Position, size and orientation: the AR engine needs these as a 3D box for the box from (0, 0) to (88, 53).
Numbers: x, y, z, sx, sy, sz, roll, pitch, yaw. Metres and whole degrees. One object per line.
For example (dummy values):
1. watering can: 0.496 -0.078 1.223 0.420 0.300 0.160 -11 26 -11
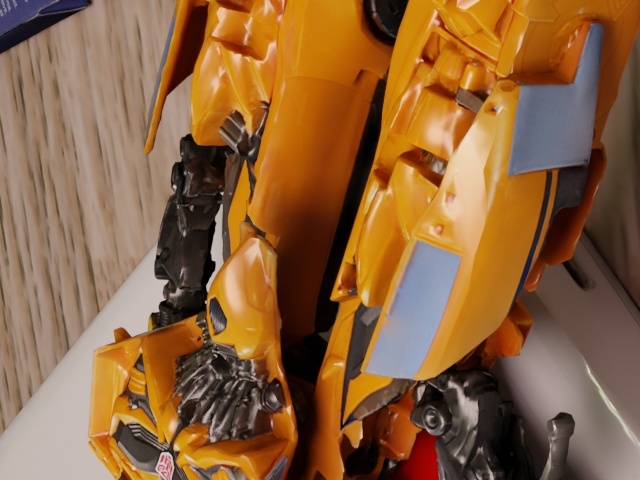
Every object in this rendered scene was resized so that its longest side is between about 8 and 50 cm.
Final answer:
1. box: -0.183 -0.150 0.898 0.225 0.036 0.136 -18 90 48

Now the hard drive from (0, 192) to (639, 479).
1. hard drive: -0.005 0.097 0.788 0.233 0.047 0.353 57 134 15

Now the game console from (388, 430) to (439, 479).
1. game console: 0.049 0.111 0.695 0.144 0.085 0.124 -51 36 41

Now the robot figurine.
1. robot figurine: 0.000 0.000 0.605 0.211 0.085 0.291 43 126 44
